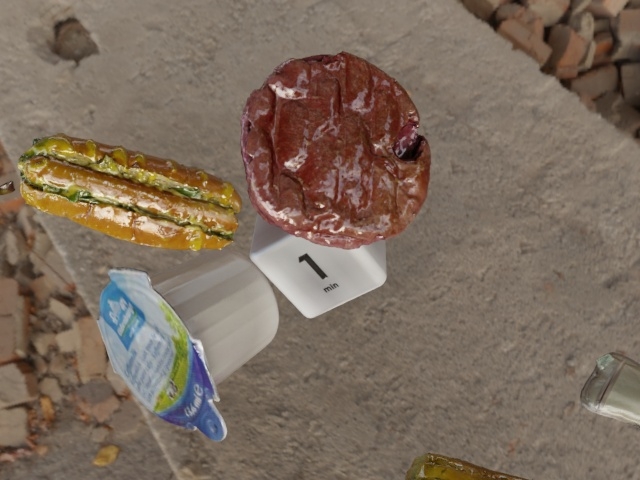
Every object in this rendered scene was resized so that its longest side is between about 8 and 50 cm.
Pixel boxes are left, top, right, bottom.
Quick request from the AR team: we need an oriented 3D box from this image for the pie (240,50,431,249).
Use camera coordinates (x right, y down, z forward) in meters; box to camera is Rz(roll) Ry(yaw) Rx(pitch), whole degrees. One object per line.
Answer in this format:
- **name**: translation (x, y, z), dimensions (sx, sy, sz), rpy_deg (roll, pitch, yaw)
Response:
- **pie**: translation (0.011, -0.063, 0.534), dimensions (0.153, 0.038, 0.154), rpy_deg (6, 75, -25)

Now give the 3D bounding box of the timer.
- **timer**: translation (0.000, 0.000, 1.479), dimensions (0.194, 0.195, 0.192), rpy_deg (-28, 32, 23)

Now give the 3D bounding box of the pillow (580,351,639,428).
- **pillow**: translation (0.584, 0.286, 1.332), dimensions (0.232, 0.038, 0.131), rpy_deg (24, 62, 28)

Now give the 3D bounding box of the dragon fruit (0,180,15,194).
- **dragon fruit**: translation (-0.309, -0.089, 0.483), dimensions (0.125, 0.246, 0.125), rpy_deg (-29, 41, 21)

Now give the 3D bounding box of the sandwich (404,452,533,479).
- **sandwich**: translation (0.309, 0.535, 1.520), dimensions (0.301, 0.271, 0.099), rpy_deg (15, 50, 8)

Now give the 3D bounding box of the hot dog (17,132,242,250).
- **hot dog**: translation (-0.219, -0.052, 0.898), dimensions (0.072, 0.268, 0.115), rpy_deg (-16, 65, 63)

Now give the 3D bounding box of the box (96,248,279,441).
- **box**: translation (-0.175, 0.141, 1.181), dimensions (0.291, 0.262, 0.206), rpy_deg (42, 45, 17)
